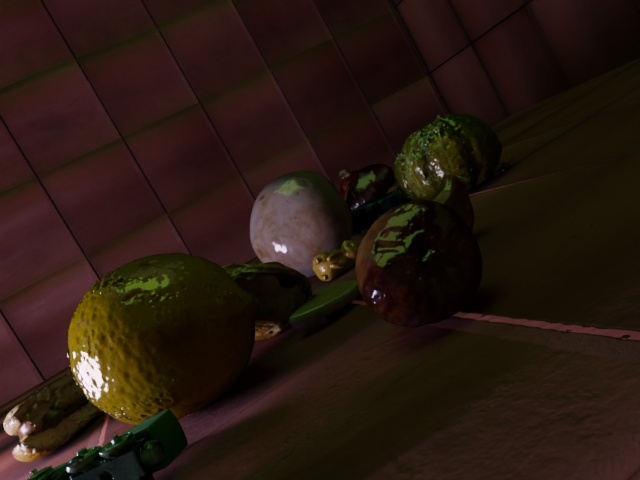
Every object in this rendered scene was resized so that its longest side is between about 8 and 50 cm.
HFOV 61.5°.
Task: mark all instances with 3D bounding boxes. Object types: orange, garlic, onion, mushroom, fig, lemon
[{"bbox_3d":[0.344,-0.231,1.495,0.300,0.223,0.301,-25,4,-15],"label":"orange"},{"bbox_3d":[0.184,-0.028,0.929,0.198,0.128,0.090,-29,21,-25],"label":"garlic"},{"bbox_3d":[0.134,-0.167,1.871,0.272,0.195,0.272,-55,0,0],"label":"onion"},{"bbox_3d":[-0.042,-0.039,1.491,0.298,0.297,0.290,-27,-15,18],"label":"mushroom"},{"bbox_3d":[0.107,0.032,0.706,0.160,0.143,0.231,-62,14,-10],"label":"fig"},{"bbox_3d":[-0.238,0.146,0.838,0.310,0.257,0.258,-20,8,16],"label":"lemon"}]

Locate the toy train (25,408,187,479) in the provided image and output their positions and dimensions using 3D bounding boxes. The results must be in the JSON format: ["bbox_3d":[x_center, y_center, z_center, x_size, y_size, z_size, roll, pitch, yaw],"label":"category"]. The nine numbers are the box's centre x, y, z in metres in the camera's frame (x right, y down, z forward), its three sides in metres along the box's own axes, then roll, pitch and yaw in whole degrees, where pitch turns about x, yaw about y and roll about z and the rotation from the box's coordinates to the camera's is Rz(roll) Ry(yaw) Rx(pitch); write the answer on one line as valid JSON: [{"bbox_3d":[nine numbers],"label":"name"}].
[{"bbox_3d":[-0.296,0.300,0.686,0.251,0.085,0.119,-26,1,12],"label":"toy train"}]

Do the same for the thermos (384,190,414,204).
[{"bbox_3d":[0.287,-0.141,1.716,0.083,0.073,0.188,-32,8,-29],"label":"thermos"}]

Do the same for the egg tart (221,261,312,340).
[{"bbox_3d":[-0.131,0.126,1.021,0.241,0.105,0.241,-8,-31,-5],"label":"egg tart"}]

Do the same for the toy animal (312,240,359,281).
[{"bbox_3d":[0.060,0.039,1.298,0.159,0.070,0.083,-25,3,-10],"label":"toy animal"}]

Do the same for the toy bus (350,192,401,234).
[{"bbox_3d":[0.170,-0.079,1.656,0.106,0.090,0.185,-32,8,-24],"label":"toy bus"}]

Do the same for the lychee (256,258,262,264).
[{"bbox_3d":[-0.148,0.082,1.693,0.114,0.114,0.146,-36,-11,-50],"label":"lychee"}]

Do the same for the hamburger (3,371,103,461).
[{"bbox_3d":[-0.569,0.383,1.157,0.131,0.124,0.262,-47,-4,16],"label":"hamburger"}]

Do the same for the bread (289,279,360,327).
[{"bbox_3d":[0.024,0.111,0.984,0.112,0.036,0.193,-22,4,18],"label":"bread"}]
